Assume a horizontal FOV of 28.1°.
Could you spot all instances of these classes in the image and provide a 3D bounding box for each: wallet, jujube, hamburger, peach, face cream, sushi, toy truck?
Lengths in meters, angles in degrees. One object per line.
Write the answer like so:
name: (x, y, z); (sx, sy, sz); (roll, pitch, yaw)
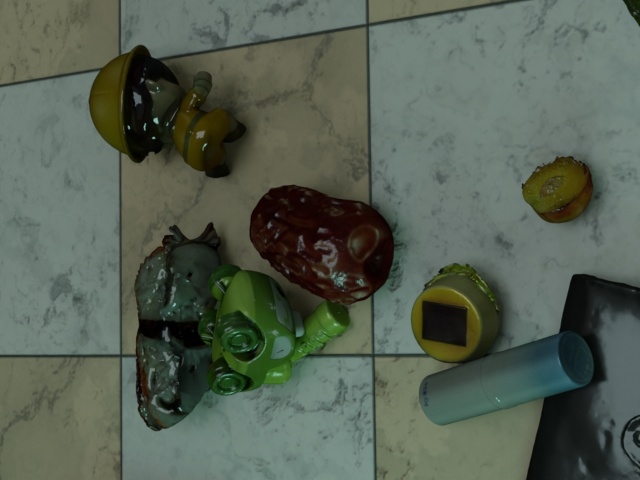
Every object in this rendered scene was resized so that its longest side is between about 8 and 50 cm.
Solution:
wallet: (0.377, 0.243, 1.679); (0.197, 0.051, 0.377); (16, 98, 35)
jujube: (0.000, 0.000, 1.886); (0.230, 0.155, 0.155); (26, 101, 40)
hamburger: (0.191, 0.103, 1.791); (0.126, 0.081, 0.141); (-12, 93, 34)
peach: (0.326, -0.064, 1.724); (0.098, 0.061, 0.098); (-22, 45, 24)
face cream: (0.246, 0.188, 1.718); (0.250, 0.077, 0.077); (-25, 74, 45)
sushi: (-0.223, 0.137, 2.033); (0.130, 0.124, 0.332); (-4, 86, 44)
toy truck: (-0.084, 0.145, 1.923); (0.187, 0.210, 0.148); (-55, 34, 32)

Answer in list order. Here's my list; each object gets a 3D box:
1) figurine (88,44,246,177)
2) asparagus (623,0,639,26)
figurine: (-0.256, -0.202, 2.046); (0.257, 0.167, 0.192); (27, 128, 29)
asparagus: (0.424, -0.296, 1.697); (0.248, 0.025, 0.024); (61, 159, 20)
